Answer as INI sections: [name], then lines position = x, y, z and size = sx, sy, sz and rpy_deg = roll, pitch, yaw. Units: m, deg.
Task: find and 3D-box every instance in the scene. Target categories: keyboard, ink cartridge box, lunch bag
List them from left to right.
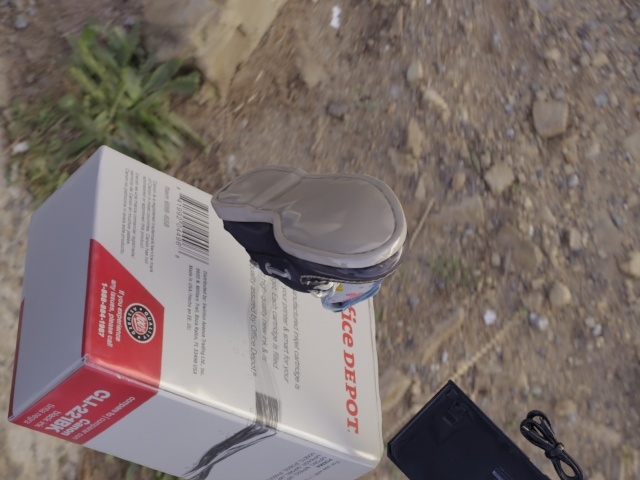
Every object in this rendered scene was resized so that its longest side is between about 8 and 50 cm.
[ink cartridge box]
position = -0.091, 0.077, 1.043
size = 0.273, 0.197, 0.114
rpy_deg = 25, 136, -32
[lunch bag]
position = 0.015, 0.006, 0.963
size = 0.053, 0.083, 0.071
rpy_deg = -10, 67, -20
[keyboard]
position = 0.145, 0.182, 0.977
size = 0.180, 0.023, 0.108
rpy_deg = 45, 104, 10

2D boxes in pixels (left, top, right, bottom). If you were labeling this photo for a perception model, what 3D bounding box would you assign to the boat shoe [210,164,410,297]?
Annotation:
[boat shoe]
position = 0.000, 0.000, 0.837
size = 0.075, 0.206, 0.065
rpy_deg = -35, 115, -19
